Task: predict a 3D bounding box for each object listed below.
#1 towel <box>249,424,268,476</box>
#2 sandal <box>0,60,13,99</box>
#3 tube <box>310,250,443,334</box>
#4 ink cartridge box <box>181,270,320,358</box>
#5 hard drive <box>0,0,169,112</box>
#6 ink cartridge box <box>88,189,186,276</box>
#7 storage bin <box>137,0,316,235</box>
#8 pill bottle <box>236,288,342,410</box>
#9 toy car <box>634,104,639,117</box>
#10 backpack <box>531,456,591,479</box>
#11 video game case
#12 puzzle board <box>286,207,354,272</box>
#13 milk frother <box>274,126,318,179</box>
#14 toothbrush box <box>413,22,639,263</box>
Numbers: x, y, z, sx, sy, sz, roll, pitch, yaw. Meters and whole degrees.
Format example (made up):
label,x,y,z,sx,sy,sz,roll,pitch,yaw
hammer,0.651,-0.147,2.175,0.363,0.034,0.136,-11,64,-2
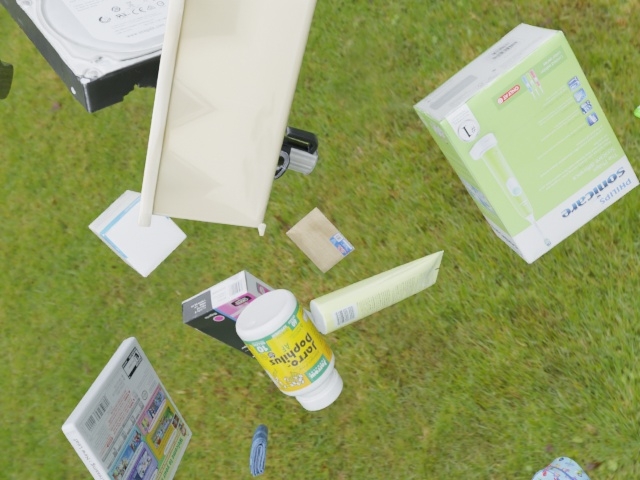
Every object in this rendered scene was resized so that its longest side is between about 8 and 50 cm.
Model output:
label,x,y,z,sx,sy,sz,roll,pitch,yaw
towel,-0.113,0.382,1.253,0.029,0.119,0.067,6,88,-2
sandal,-0.607,-0.294,1.222,0.054,0.254,0.097,14,90,-15
tube,0.100,0.087,1.152,0.240,0.070,0.062,-21,95,-17
ink cartridge box,-0.132,0.195,1.579,0.175,0.371,0.069,-27,54,20
hard drive,-0.315,-0.347,0.995,0.237,0.064,0.339,-29,63,-27
ink cartridge box,-0.290,-0.016,1.068,0.090,0.092,0.143,-47,26,-14
storage bin,-0.100,-0.183,0.690,0.260,0.123,0.262,-108,30,-58
pill bottle,-0.048,0.198,1.203,0.117,0.208,0.117,-26,25,13
toy car,0.507,-0.128,0.857,0.225,0.239,0.053,40,123,29
backpack,0.470,0.517,1.328,0.173,0.116,0.158,-123,40,-53
video game case,-0.263,0.270,0.965,0.023,0.212,0.193,-20,109,14
puzzle board,0.000,0.000,1.530,0.096,0.011,0.128,-40,101,21
milk frother,-0.074,-0.198,1.695,0.129,0.134,0.143,-22,60,54
toothbrush box,0.308,-0.143,1.022,0.206,0.283,0.122,-38,24,5
